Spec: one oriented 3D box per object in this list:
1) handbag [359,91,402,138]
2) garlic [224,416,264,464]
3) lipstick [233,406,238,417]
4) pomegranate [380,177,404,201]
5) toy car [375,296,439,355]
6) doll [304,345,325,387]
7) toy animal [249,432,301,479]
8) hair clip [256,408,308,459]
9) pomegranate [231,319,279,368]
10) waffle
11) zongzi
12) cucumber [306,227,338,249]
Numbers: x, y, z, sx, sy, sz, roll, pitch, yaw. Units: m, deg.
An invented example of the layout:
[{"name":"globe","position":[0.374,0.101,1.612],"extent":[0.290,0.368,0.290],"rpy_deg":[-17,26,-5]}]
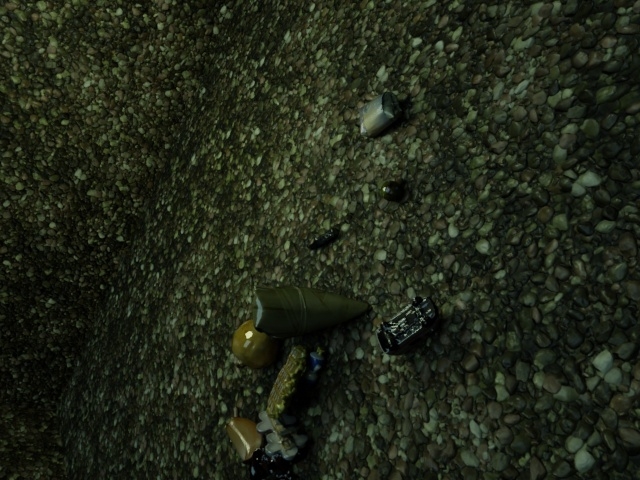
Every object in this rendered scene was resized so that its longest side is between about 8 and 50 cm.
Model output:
[{"name":"handbag","position":[0.210,-0.437,1.882],"extent":[0.173,0.095,0.117],"rpy_deg":[-25,63,52]},{"name":"garlic","position":[-0.260,0.732,1.978],"extent":[0.115,0.128,0.206],"rpy_deg":[-27,34,-15]},{"name":"lipstick","position":[-0.332,0.707,2.145],"extent":[0.019,0.019,0.094],"rpy_deg":[-31,53,39]},{"name":"pomegranate","position":[0.236,-0.165,1.760],"extent":[0.084,0.073,0.073],"rpy_deg":[-33,51,20]},{"name":"toy car","position":[0.262,0.246,1.544],"extent":[0.209,0.108,0.090],"rpy_deg":[-43,45,26]},{"name":"doll","position":[-0.021,0.431,1.847],"extent":[0.099,0.057,0.143],"rpy_deg":[-156,84,-74]},{"name":"toy animal","position":[-0.148,0.738,1.868],"extent":[0.218,0.116,0.179],"rpy_deg":[-33,17,14]},{"name":"hair clip","position":[-0.136,0.641,1.831],"extent":[0.257,0.146,0.075],"rpy_deg":[-156,49,-68]},{"name":"pomegranate","position":[-0.250,0.399,2.039],"extent":[0.196,0.196,0.196],"rpy_deg":[-22,60,44]},{"name":"waffle","position":[-0.117,0.487,1.871],"extent":[0.253,0.056,0.249],"rpy_deg":[122,170,-49]},{"name":"zongzi","position":[-0.046,0.248,1.935],"extent":[0.447,0.417,0.182],"rpy_deg":[99,170,-85]},{"name":"cucumber","position":[0.000,0.000,2.002],"extent":[0.163,0.039,0.043],"rpy_deg":[-33,32,37]}]
